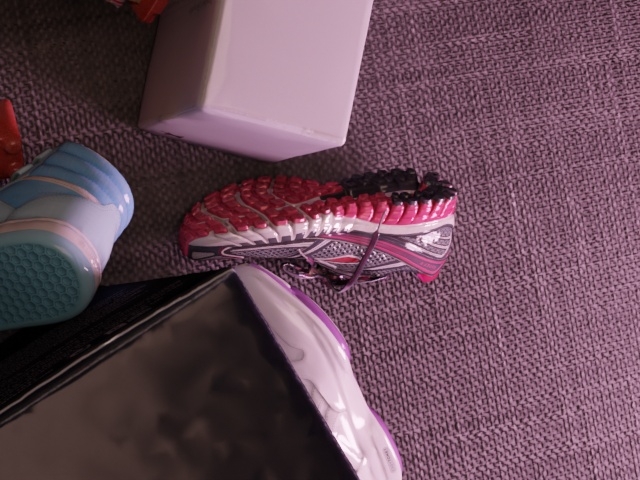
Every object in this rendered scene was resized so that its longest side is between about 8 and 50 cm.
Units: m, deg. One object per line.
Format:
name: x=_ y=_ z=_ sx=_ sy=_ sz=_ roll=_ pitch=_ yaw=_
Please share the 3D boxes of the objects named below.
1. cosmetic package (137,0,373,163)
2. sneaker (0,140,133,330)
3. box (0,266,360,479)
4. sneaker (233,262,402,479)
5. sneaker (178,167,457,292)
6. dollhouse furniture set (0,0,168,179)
cosmetic package: x=-0.041 y=-0.321 z=1.932 sx=0.161 sy=0.230 sz=0.453 roll=14 pitch=83 yaw=-19
sneaker: x=-0.321 y=-0.003 z=1.851 sx=0.208 sy=0.319 sz=0.127 roll=-60 pitch=140 yaw=-50
box: x=-0.141 y=0.303 z=1.734 sx=0.297 sy=0.472 sz=0.480 roll=-33 pitch=98 yaw=-20
sneaker: x=-0.030 y=0.168 z=1.955 sx=0.152 sy=0.114 sz=0.305 roll=-33 pitch=110 yaw=-14
sneaker: x=0.000 y=0.000 z=1.994 sx=0.299 sy=0.121 sz=0.112 roll=-2 pitch=115 yaw=-13
dollhouse furniture set: x=-0.304 y=-0.220 z=1.852 sx=0.201 sy=0.152 sz=0.374 roll=18 pitch=119 yaw=-37
